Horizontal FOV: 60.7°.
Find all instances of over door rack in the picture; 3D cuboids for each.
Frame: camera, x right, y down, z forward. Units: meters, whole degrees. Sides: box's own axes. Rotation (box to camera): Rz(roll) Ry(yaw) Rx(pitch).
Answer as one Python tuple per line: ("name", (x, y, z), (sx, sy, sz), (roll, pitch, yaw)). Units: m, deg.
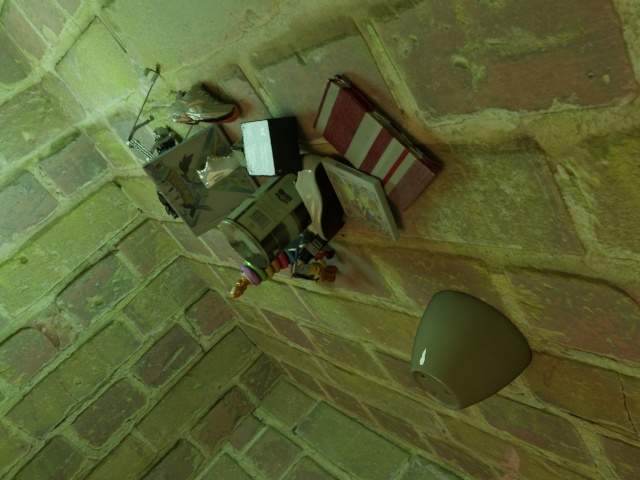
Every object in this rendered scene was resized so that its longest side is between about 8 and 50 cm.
("over door rack", (-0.544, -0.406, 1.934), (0.240, 0.108, 0.324), (38, 123, 13))

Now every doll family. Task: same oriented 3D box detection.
("doll family", (-0.020, 0.114, 1.988), (0.163, 0.118, 0.263), (6, 158, -7))

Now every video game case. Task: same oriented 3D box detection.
("video game case", (0.111, -0.112, 1.491), (0.206, 0.026, 0.227), (32, 160, 41))
("video game case", (-0.405, -0.205, 1.928), (0.328, 0.300, 0.036), (58, -174, -30))

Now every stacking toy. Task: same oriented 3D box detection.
("stacking toy", (-0.258, 0.120, 2.197), (0.165, 0.302, 0.175), (52, 157, -17))

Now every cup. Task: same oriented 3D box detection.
("cup", (0.395, 0.343, 1.578), (0.331, 0.237, 0.331), (37, 157, 19))

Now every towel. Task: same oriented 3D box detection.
("towel", (0.125, -0.225, 1.311), (0.329, 0.037, 0.237), (44, 160, 5))

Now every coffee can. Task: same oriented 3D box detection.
("coffee can", (-0.148, -0.073, 1.713), (0.202, 0.275, 0.201), (37, 157, 19))

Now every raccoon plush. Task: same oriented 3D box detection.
("raccoon plush", (-0.475, -0.286, 2.095), (0.216, 0.300, 0.445), (26, -134, -81))

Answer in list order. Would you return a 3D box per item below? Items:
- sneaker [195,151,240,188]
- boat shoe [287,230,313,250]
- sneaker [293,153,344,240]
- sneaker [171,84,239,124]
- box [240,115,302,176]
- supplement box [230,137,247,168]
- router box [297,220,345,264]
("sneaker", (-0.333, -0.262, 1.834), (0.212, 0.080, 0.094), (-32, 106, 23))
("boat shoe", (-0.072, 0.006, 2.032), (0.206, 0.075, 0.064), (161, 108, -71))
("sneaker", (-0.009, -0.135, 1.615), (0.123, 0.106, 0.289), (29, 142, 38))
("sneaker", (-0.365, -0.428, 1.703), (0.263, 0.099, 0.120), (6, 97, 30))
("box", (-0.139, -0.262, 1.534), (0.158, 0.093, 0.155), (11, 112, 54))
("supplement box", (-0.221, -0.282, 1.722), (0.056, 0.083, 0.083), (20, 148, 43))
("router box", (0.000, 0.000, 1.776), (0.046, 0.133, 0.179), (44, 157, 0))
